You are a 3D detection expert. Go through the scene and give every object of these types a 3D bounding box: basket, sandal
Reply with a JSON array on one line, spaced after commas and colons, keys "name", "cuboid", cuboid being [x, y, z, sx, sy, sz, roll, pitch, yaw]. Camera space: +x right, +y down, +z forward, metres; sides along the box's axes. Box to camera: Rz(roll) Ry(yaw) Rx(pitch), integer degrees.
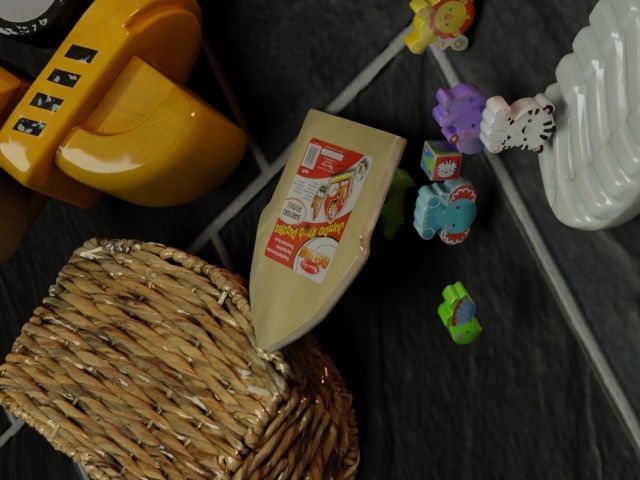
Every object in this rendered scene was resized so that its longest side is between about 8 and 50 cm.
[{"name": "basket", "cuboid": [-0.095, 0.141, 1.689, 0.299, 0.223, 0.213, 30, 87, 41]}, {"name": "sandal", "cuboid": [0.266, -0.138, 1.220, 0.416, 0.102, 0.169, 138, 128, -58]}]

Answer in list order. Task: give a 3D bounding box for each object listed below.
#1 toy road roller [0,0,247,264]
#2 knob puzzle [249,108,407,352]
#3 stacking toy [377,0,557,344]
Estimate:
[{"name": "toy road roller", "cuboid": [-0.218, -0.084, 1.643, 0.240, 0.202, 0.329, 37, 93, 18]}, {"name": "knob puzzle", "cuboid": [0.000, 0.000, 1.522, 0.213, 0.030, 0.213, -42, 36, 42]}, {"name": "stacking toy", "cuboid": [0.101, -0.055, 1.428, 0.167, 0.052, 0.221, -119, 32, -50]}]
